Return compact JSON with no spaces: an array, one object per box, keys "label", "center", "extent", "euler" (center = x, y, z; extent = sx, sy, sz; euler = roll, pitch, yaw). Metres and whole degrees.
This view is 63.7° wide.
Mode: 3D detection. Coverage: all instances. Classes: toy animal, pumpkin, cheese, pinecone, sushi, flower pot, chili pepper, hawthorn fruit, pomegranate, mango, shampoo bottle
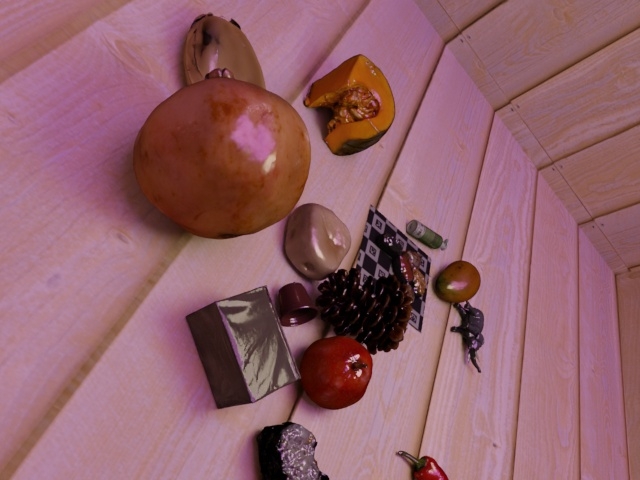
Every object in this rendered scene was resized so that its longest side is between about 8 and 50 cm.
[{"label":"toy animal","center":[0.558,0.346,1.932],"extent":[0.137,0.082,0.269],"euler":[32,49,-29]},{"label":"pumpkin","center":[0.114,-0.466,1.800],"extent":[0.256,0.226,0.303],"euler":[-39,106,-43]},{"label":"cheese","center":[-0.282,-0.516,1.491],"extent":[0.260,0.128,0.315],"euler":[0,76,-54]},{"label":"pinecone","center":[0.120,0.182,1.457],"extent":[0.292,0.246,0.246],"euler":[31,50,-25]},{"label":"sushi","center":[-0.065,0.525,1.185],"extent":[0.147,0.115,0.212],"euler":[-7,77,-44]},{"label":"flower pot","center":[-0.069,0.167,1.383],"extent":[0.111,0.111,0.089],"euler":[11,47,-42]},{"label":"chili pepper","center":[0.343,0.772,1.498],"extent":[0.137,0.092,0.368],"euler":[-11,76,-36]},{"label":"hawthorn fruit","center":[0.054,0.334,1.322],"extent":[0.197,0.225,0.196],"euler":[13,63,-27]},{"label":"pomegranate","center":[-0.215,-0.203,1.200],"extent":[0.412,0.412,0.410],"euler":[22,56,-37]},{"label":"mango","center":[0.526,0.163,1.965],"extent":[0.221,0.120,0.151],"euler":[-34,86,-41]},{"label":"shampoo bottle","center":[0.419,-0.015,1.987],"extent":[0.205,0.065,0.065],"euler":[28,52,-34]},{"label":"cheese","center":[0.000,0.000,1.516],"extent":[0.218,0.117,0.234],"euler":[2,72,-47]},{"label":"sushi","center":[0.286,0.087,1.801],"extent":[0.359,0.064,0.342],"euler":[39,47,-25]}]

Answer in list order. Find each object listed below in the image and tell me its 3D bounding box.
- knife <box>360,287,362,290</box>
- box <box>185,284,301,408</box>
[{"label":"knife","center":[0.165,0.247,1.636],"extent":[0.030,0.014,0.207],"euler":[-7,74,-47]},{"label":"box","center":[-0.180,0.244,1.184],"extent":[0.149,0.156,0.231],"euler":[-15,83,-45]}]
